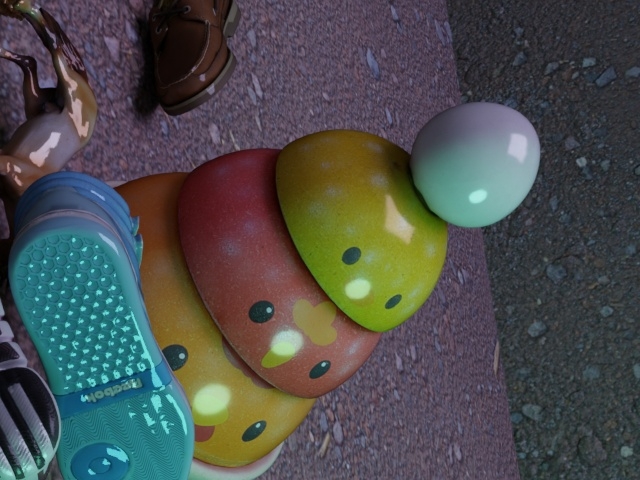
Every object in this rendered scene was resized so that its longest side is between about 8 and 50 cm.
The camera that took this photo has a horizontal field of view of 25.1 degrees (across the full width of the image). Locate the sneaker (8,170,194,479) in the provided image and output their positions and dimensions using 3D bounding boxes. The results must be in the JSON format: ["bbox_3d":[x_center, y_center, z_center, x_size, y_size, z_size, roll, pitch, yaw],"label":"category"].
[{"bbox_3d":[-0.193,0.081,1.293,0.208,0.127,0.319,-111,-168,-61],"label":"sneaker"}]

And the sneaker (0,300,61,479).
[{"bbox_3d":[-0.299,0.096,1.190,0.281,0.106,0.162,61,-18,23],"label":"sneaker"}]

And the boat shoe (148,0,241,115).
[{"bbox_3d":[-0.173,-0.261,1.808,0.104,0.110,0.307,59,14,-27],"label":"boat shoe"}]

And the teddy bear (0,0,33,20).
[{"bbox_3d":[-0.363,-0.323,1.348,0.338,0.113,0.245,-23,103,-78],"label":"teddy bear"}]

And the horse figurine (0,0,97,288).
[{"bbox_3d":[-0.277,-0.110,1.354,0.174,0.066,0.263,53,43,-34],"label":"horse figurine"}]

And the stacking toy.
[{"bbox_3d":[0.000,0.000,1.425,0.350,0.480,0.351,42,30,-31],"label":"stacking toy"}]
